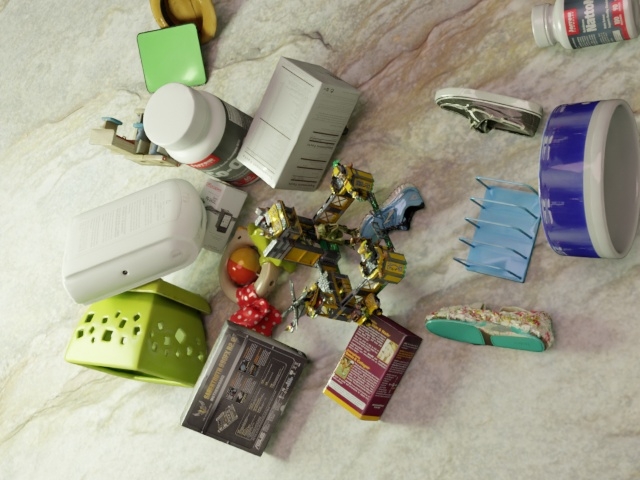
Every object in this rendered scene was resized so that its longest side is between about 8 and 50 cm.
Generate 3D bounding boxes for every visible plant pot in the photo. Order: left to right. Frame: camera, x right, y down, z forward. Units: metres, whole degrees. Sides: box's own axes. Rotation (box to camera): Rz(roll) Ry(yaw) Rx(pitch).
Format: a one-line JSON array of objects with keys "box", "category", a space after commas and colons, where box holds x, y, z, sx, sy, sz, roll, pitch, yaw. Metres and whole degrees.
[{"box": [-0.386, 0.197, 1.902, 0.227, 0.228, 0.207, 1, 73, 32], "category": "plant pot"}]

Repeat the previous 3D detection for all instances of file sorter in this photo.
[{"box": [0.328, -0.023, 1.606, 0.118, 0.104, 0.170, 13, 86, 32], "category": "file sorter"}]

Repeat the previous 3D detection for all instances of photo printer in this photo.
[{"box": [-0.392, -0.008, 1.866, 0.308, 0.107, 0.256, -22, 35, 4], "category": "photo printer"}]

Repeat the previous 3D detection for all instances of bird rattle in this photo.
[{"box": [-0.139, 0.076, 1.871, 0.207, 0.143, 0.253, 30, 107, 43], "category": "bird rattle"}]

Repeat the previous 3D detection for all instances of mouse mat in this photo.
[{"box": [-0.366, -0.446, 2.128, 0.190, 0.007, 0.152, -3, 104, 28], "category": "mouse mat"}]

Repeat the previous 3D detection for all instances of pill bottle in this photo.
[{"box": [-0.239, -0.228, 1.877, 0.161, 0.283, 0.161, -7, 75, 29], "category": "pill bottle"}, {"box": [0.490, -0.412, 1.604, 0.180, 0.108, 0.107, -5, 76, 29], "category": "pill bottle"}]

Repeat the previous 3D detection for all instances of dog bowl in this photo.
[{"box": [0.457, -0.102, 1.456, 0.104, 0.265, 0.264, 2, 79, 33], "category": "dog bowl"}]

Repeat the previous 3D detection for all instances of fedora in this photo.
[{"box": [-0.320, -0.568, 2.098, 0.194, 0.194, 0.079, -2, 41, 30], "category": "fedora"}]

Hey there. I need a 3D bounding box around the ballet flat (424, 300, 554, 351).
[{"box": [0.315, 0.153, 1.598, 0.241, 0.091, 0.077, 8, 52, 27], "category": "ballet flat"}]

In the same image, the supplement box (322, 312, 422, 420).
[{"box": [0.101, 0.244, 1.686, 0.104, 0.081, 0.188, 31, 95, 33], "category": "supplement box"}]

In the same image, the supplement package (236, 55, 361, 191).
[{"box": [-0.048, -0.241, 1.824, 0.139, 0.134, 0.244, 40, 114, 33], "category": "supplement package"}]

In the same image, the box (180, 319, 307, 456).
[{"box": [-0.157, 0.303, 1.773, 0.183, 0.056, 0.231, 24, 93, -11], "category": "box"}]

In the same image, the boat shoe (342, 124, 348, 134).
[{"box": [0.019, -0.276, 1.884, 0.046, 0.038, 0.125, -52, 58, 27], "category": "boat shoe"}]

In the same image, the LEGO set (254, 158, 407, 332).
[{"box": [0.000, 0.000, 1.669, 0.255, 0.192, 0.331, -43, 46, 39], "category": "LEGO set"}]

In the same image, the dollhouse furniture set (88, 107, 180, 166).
[{"box": [-0.425, -0.261, 2.050, 0.129, 0.184, 0.129, 6, 81, 31], "category": "dollhouse furniture set"}]

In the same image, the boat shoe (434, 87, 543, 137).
[{"box": [0.317, -0.247, 1.681, 0.219, 0.078, 0.070, 15, 85, 30], "category": "boat shoe"}]

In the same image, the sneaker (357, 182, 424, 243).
[{"box": [0.143, -0.040, 1.742, 0.162, 0.063, 0.073, -46, 64, 13], "category": "sneaker"}]

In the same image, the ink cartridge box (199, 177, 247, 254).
[{"box": [-0.238, -0.058, 1.945, 0.109, 0.063, 0.150, 25, 92, 56], "category": "ink cartridge box"}]
